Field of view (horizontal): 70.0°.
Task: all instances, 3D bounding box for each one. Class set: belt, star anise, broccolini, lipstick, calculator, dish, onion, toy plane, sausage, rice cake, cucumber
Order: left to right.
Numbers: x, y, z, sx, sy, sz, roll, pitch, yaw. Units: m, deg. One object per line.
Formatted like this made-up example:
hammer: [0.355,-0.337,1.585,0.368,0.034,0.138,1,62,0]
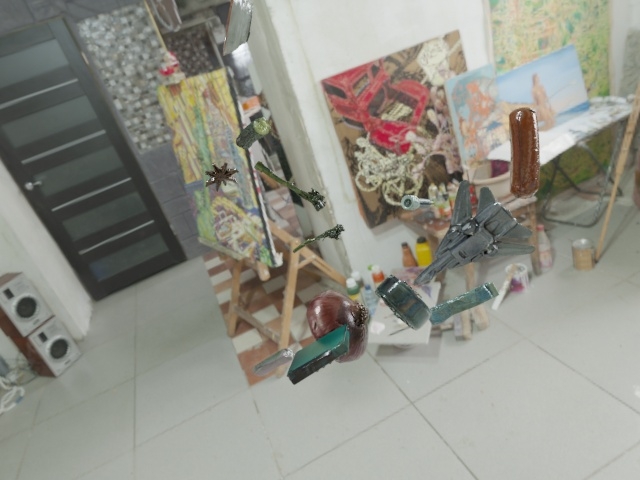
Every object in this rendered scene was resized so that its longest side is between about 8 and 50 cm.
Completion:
star anise: [-0.377,-0.249,1.726,0.141,0.141,0.042,-21,55,-4]
dish: [-0.298,-0.808,1.681,0.085,0.260,0.260,9,20,-16]
cucumber: [-0.199,-0.312,1.337,0.058,0.058,0.187,-32,12,-24]
rice cake: [-0.153,0.389,1.446,0.207,0.047,0.036,-38,26,41]
broccolini: [-0.089,-0.180,1.437,0.057,0.254,0.071,-55,6,-1]
broccolini: [-0.008,0.004,2.130,0.272,0.062,0.123,-27,4,5]
calculator: [0.002,0.434,1.757,0.274,0.058,0.248,-33,4,6]
onion: [0.108,0.365,2.038,0.285,0.347,0.347,-34,18,26]
belt: [0.303,0.225,1.646,0.116,0.267,0.206,-45,62,-3]
lipstick: [0.244,-0.091,1.124,0.037,0.037,0.116,5,4,42]
toy plane: [0.295,0.022,0.973,0.267,0.212,0.088,-44,5,21]
belt: [0.573,0.259,1.859,0.302,0.072,0.087,-31,-9,23]
sausage: [0.708,-0.309,1.580,0.102,0.330,0.102,1,-7,0]
